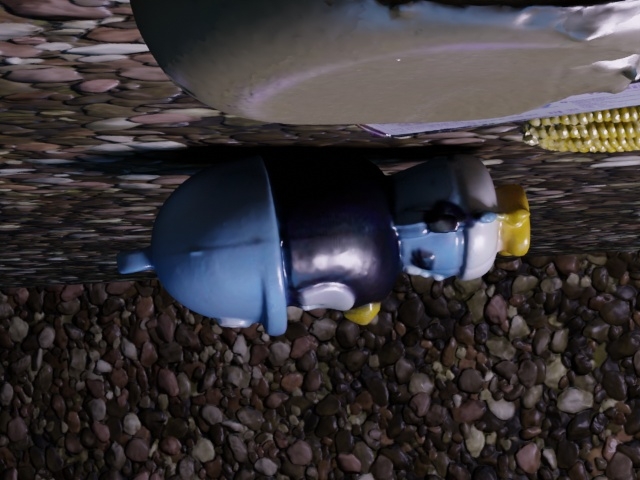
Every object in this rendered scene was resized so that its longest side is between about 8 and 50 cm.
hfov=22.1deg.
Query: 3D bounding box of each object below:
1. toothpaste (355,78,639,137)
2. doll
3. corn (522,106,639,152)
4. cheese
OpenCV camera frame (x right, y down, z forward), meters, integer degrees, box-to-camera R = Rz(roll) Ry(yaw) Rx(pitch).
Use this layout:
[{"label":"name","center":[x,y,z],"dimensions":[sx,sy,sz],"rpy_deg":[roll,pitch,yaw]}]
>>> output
[{"label":"toothpaste","center":[0.103,-0.084,0.813],"dimensions":[0.196,0.047,0.040],"rpy_deg":[-5,178,34]},{"label":"doll","center":[0.000,0.000,1.262],"dimensions":[0.314,0.141,0.177],"rpy_deg":[-5,180,-4]},{"label":"corn","center":[0.186,-0.076,0.841],"dimensions":[0.165,0.063,0.085],"rpy_deg":[-3,-161,22]},{"label":"cheese","center":[0.028,-0.085,0.499],"dimensions":[0.175,0.091,0.202],"rpy_deg":[-2,177,-5]}]
